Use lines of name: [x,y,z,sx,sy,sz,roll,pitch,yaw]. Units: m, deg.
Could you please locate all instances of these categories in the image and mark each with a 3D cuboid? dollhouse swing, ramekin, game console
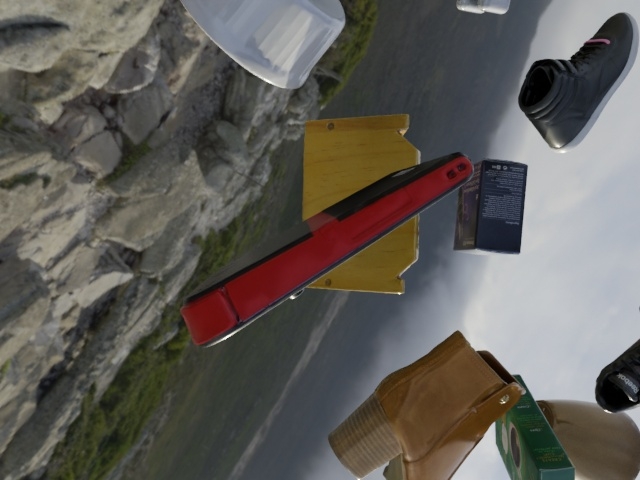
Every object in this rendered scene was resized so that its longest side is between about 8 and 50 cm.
dollhouse swing: [0.101,-0.076,1.219,0.305,0.315,0.347,-2,94,-65]
ramekin: [-0.087,-0.396,0.874,0.135,0.277,0.277,-39,-177,29]
game console: [0.000,0.000,0.706,0.342,0.060,0.386,-28,-175,0]

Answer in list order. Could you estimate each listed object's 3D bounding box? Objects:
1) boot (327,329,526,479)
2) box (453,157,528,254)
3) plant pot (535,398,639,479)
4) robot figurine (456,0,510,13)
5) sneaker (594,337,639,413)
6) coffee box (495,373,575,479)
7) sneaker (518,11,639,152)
boot: [0.164,0.246,0.657,0.211,0.295,0.104,-37,-145,5]
box: [0.392,-0.071,1.254,0.153,0.108,0.207,146,-50,-84]
plant pot: [0.667,0.524,1.437,0.237,0.254,0.237,-53,-157,34]
robot figurine: [0.461,-0.795,1.428,0.199,0.300,0.354,-13,116,-41]
sneaker: [0.631,0.240,1.038,0.135,0.097,0.276,-12,140,-46]
coffee box: [0.256,0.261,0.660,0.184,0.040,0.113,-81,165,-74]
sneaker: [0.483,-0.327,1.012,0.296,0.147,0.104,-61,-152,0]
